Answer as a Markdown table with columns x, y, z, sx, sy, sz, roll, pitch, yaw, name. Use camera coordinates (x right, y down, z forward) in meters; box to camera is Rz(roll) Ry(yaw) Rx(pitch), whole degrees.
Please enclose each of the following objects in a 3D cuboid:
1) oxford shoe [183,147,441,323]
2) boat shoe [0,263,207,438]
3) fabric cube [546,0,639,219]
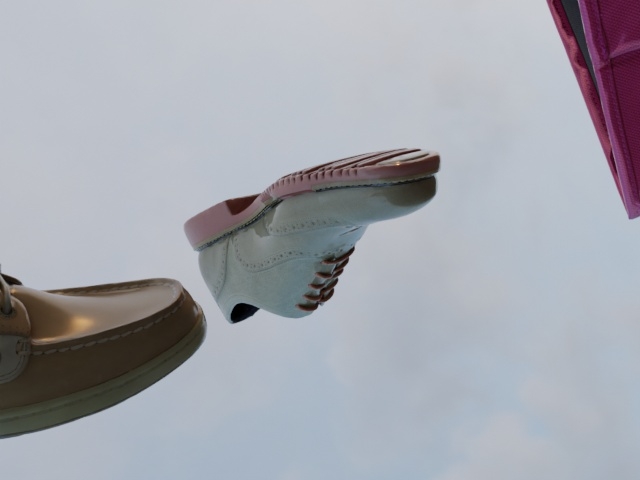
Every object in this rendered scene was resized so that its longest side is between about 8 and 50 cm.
| x | y | z | sx | sy | sz | roll | pitch | yaw | name |
| --- | --- | --- | --- | --- | --- | --- | --- | --- | --- |
| 0.000 | 0.000 | 1.206 | 0.140 | 0.397 | 0.146 | -15 | -92 | -34 | oxford shoe |
| -0.244 | 0.068 | 0.772 | 0.341 | 0.121 | 0.110 | -13 | -71 | -18 | boat shoe |
| 0.233 | -0.211 | 0.590 | 0.259 | 0.258 | 0.254 | 60 | -162 | -48 | fabric cube |
